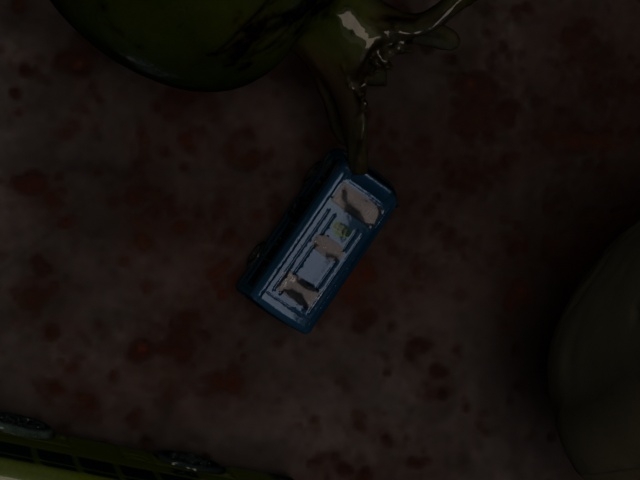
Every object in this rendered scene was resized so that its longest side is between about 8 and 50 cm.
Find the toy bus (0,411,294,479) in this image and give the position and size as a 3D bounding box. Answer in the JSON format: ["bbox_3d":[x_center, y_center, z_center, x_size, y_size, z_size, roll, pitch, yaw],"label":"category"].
[{"bbox_3d":[-0.091,0.136,0.692,0.175,0.101,0.088,14,92,-15],"label":"toy bus"}]

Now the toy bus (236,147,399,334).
[{"bbox_3d":[0.000,0.000,0.727,0.038,0.046,0.083,35,88,-13],"label":"toy bus"}]

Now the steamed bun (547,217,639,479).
[{"bbox_3d":[0.311,0.057,0.709,0.383,0.247,0.236,28,68,-10],"label":"steamed bun"}]

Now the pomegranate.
[{"bbox_3d":[-0.026,-0.116,0.670,0.152,0.131,0.191,-47,109,-8],"label":"pomegranate"}]
